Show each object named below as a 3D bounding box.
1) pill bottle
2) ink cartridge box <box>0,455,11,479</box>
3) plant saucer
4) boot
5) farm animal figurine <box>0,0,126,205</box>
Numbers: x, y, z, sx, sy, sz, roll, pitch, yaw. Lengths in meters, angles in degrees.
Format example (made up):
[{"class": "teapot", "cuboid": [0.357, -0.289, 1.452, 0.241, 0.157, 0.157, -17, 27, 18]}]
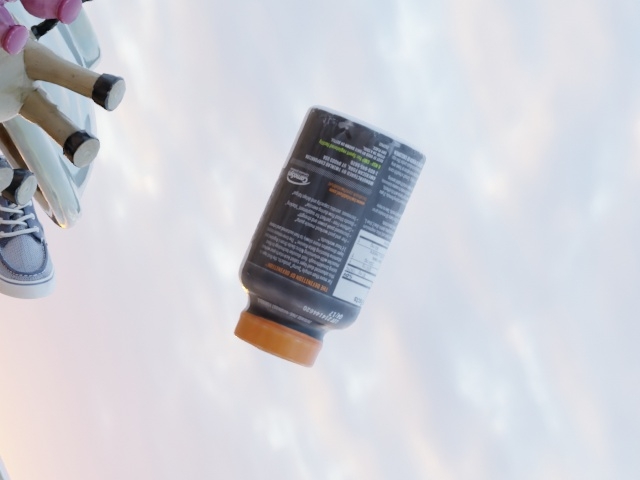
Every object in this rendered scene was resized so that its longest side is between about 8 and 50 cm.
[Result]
[{"class": "pill bottle", "cuboid": [0.000, 0.000, 1.925, 0.245, 0.130, 0.130, -66, -160, -1]}, {"class": "ink cartridge box", "cuboid": [-0.321, 0.176, 1.365, 0.234, 0.193, 0.088, 57, -11, 43]}, {"class": "plant saucer", "cuboid": [-0.260, -0.200, 1.457, 0.400, 0.100, 0.400, 55, -10, 14]}, {"class": "boot", "cuboid": [-0.311, -0.015, 1.952, 0.190, 0.069, 0.086, -133, -139, -55]}, {"class": "farm animal figurine", "cuboid": [-0.274, -0.065, 0.930, 0.172, 0.326, 0.330, 30, -8, 24]}]
